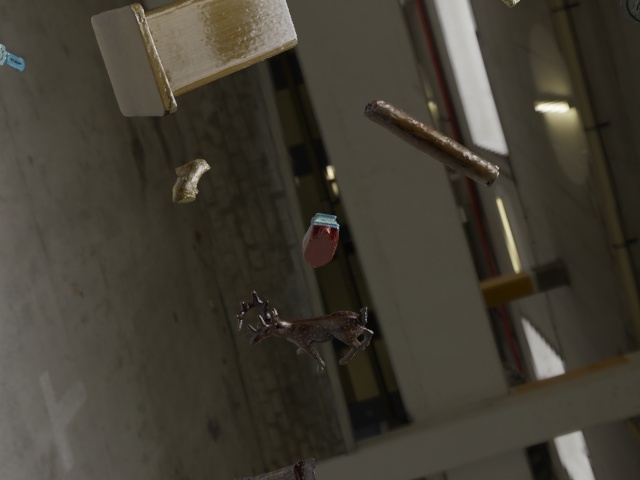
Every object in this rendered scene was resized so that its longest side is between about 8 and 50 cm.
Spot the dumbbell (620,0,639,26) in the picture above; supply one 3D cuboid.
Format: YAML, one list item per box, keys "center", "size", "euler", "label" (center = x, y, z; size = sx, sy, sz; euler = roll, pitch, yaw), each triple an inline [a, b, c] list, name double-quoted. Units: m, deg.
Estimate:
- center: [0.693, -0.528, 1.885]
  size: [0.254, 0.110, 0.110]
  euler: [-53, 141, -32]
  label: "dumbbell"

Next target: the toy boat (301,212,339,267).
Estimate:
- center: [0.000, 0.000, 1.863]
  size: [0.173, 0.069, 0.059]
  euler: [104, -7, -61]
  label: "toy boat"

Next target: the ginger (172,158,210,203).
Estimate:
- center: [-0.268, -0.115, 1.877]
  size: [0.044, 0.057, 0.137]
  euler: [58, 36, -39]
  label: "ginger"

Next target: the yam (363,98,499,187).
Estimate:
- center: [0.190, -0.168, 1.587]
  size: [0.264, 0.046, 0.046]
  euler: [28, 18, -15]
  label: "yam"

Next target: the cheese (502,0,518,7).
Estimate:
- center: [0.359, -0.497, 1.849]
  size: [0.083, 0.030, 0.044]
  euler: [33, 50, -17]
  label: "cheese"

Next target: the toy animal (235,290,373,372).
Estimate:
- center: [-0.025, 0.167, 1.811]
  size: [0.260, 0.243, 0.087]
  euler: [70, 2, -53]
  label: "toy animal"

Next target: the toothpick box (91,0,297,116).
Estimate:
- center: [-0.216, -0.361, 1.660]
  size: [0.187, 0.308, 0.190]
  euler: [7, -60, 55]
  label: "toothpick box"

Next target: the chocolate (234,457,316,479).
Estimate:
- center: [-0.073, 0.385, 1.413]
  size: [0.028, 0.182, 0.086]
  euler: [23, 55, -40]
  label: "chocolate"

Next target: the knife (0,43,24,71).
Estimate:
- center: [-0.410, -0.239, 1.235]
  size: [0.096, 0.010, 0.027]
  euler: [-46, 145, -89]
  label: "knife"
